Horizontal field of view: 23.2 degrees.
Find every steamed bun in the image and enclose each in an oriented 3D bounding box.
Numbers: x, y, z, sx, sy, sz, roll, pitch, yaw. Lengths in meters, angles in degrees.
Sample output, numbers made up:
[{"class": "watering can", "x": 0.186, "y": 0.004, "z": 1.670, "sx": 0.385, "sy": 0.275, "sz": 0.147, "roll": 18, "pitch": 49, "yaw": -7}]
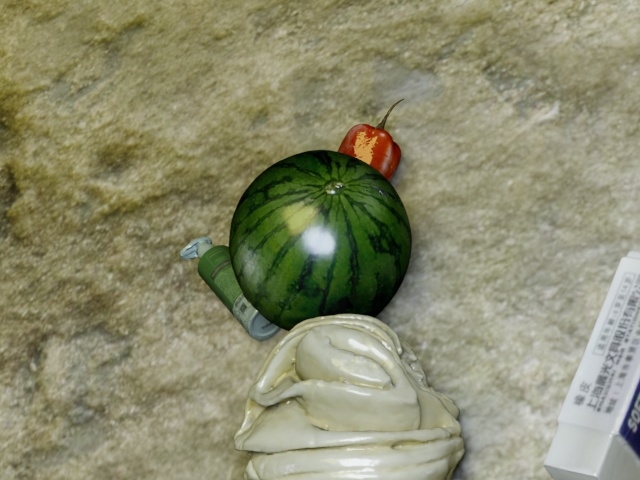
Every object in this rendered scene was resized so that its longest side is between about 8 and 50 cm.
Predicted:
[{"class": "steamed bun", "x": 0.020, "y": 0.225, "z": 1.862, "sx": 0.276, "sy": 0.203, "sz": 0.289, "roll": -11, "pitch": 54, "yaw": 26}]

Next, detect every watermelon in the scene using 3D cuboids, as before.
[{"class": "watermelon", "x": -0.001, "y": 0.003, "z": 2.009, "sx": 0.242, "sy": 0.242, "sz": 0.242, "roll": -17, "pitch": 51, "yaw": 22}]

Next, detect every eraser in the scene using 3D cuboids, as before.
[{"class": "eraser", "x": 0.350, "y": 0.160, "z": 1.752, "sx": 0.081, "sy": 0.124, "sz": 0.279, "roll": 9, "pitch": 65, "yaw": 37}]

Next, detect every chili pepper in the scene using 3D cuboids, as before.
[{"class": "chili pepper", "x": 0.068, "y": -0.119, "z": 2.162, "sx": 0.086, "sy": 0.084, "sz": 0.192, "roll": 28, "pitch": 76, "yaw": 8}]

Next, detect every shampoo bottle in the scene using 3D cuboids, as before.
[{"class": "shampoo bottle", "x": -0.125, "y": 0.058, "z": 2.170, "sx": 0.065, "sy": 0.065, "sz": 0.204, "roll": -43, "pitch": 46, "yaw": -1}]
